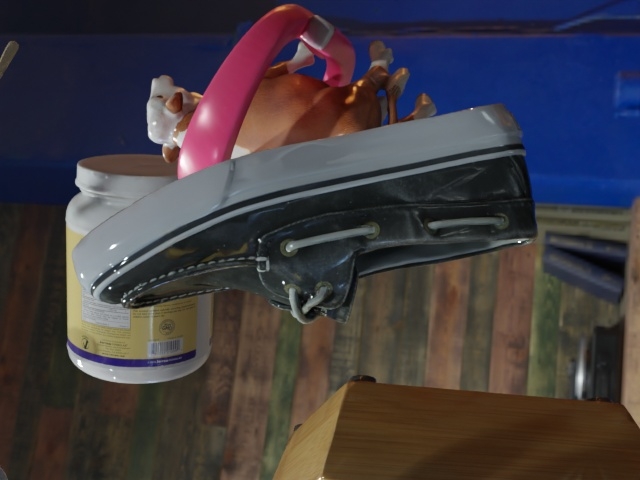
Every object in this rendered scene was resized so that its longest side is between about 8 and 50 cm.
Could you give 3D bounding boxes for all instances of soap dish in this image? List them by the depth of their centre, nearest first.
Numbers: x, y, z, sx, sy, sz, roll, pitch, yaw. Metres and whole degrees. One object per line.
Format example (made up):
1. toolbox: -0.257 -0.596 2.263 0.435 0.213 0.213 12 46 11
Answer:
1. soap dish: 0.110 0.205 0.717 0.229 0.290 0.118 121 152 -60

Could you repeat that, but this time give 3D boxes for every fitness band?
1. fitness band: -0.046 -0.122 0.834 0.209 0.054 0.291 -58 -9 8

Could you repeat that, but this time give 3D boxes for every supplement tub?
1. supplement tub: -0.291 0.039 1.372 0.241 0.241 0.331 -38 -46 -69

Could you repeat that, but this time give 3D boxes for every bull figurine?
1. bull figurine: -0.037 -0.134 0.877 0.188 0.310 0.101 -45 -43 -33

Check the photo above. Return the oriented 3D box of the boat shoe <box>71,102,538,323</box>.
1. boat shoe: 0.000 0.000 0.586 0.121 0.335 0.119 96 156 -78

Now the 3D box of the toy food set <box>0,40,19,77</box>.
1. toy food set: -0.551 -0.285 1.273 0.192 0.038 0.132 23 -82 -52

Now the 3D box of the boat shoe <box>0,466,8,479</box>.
1. boat shoe: -0.375 0.324 0.679 0.136 0.156 0.367 21 -94 -49
